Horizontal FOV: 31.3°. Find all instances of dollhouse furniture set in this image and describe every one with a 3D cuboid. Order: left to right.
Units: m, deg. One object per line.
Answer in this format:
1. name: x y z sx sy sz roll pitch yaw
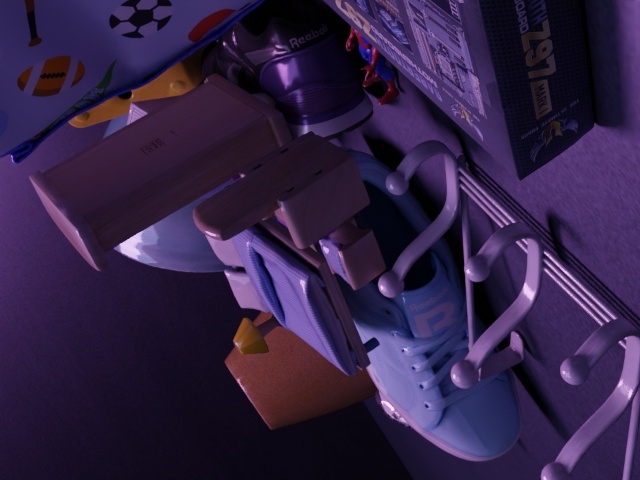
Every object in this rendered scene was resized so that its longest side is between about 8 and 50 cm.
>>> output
1. dollhouse furniture set: -0.075 0.051 1.027 0.286 0.198 0.303 37 155 53

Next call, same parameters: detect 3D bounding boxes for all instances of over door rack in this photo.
1. over door rack: 0.158 0.103 0.897 0.239 0.108 0.324 51 172 40

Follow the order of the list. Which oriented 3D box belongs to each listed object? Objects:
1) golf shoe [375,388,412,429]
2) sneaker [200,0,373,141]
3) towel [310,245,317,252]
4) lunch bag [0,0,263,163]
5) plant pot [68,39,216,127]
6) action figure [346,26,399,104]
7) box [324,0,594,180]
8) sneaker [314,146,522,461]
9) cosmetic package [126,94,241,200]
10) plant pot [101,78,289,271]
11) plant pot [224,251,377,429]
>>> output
1. golf shoe: 0.156 0.205 1.482 0.198 0.077 0.094 18 131 35
2. sneaker: -0.045 -0.187 1.065 0.283 0.107 0.124 32 146 58
3. towel: 0.000 0.000 1.891 0.110 0.027 0.148 53 172 12
4. lunch bag: -0.211 -0.266 0.772 0.385 0.328 0.239 59 178 -38
5. plant pot: -0.220 -0.245 1.197 0.212 0.212 0.187 63 -164 -47
6. action figure: 0.037 -0.148 0.883 0.038 0.030 0.115 58 173 30
7. box: 0.044 -0.163 0.609 0.232 0.059 0.183 50 171 37
8. sneaker: 0.093 0.077 1.125 0.366 0.135 0.150 56 177 -8
9. cosmetic package: -0.104 -0.102 1.193 0.060 0.239 0.099 33 120 26
10. plant pot: -0.157 -0.121 1.499 0.293 0.293 0.196 49 144 44
11. plant pot: 0.003 0.147 1.608 0.237 0.254 0.237 54 173 10
